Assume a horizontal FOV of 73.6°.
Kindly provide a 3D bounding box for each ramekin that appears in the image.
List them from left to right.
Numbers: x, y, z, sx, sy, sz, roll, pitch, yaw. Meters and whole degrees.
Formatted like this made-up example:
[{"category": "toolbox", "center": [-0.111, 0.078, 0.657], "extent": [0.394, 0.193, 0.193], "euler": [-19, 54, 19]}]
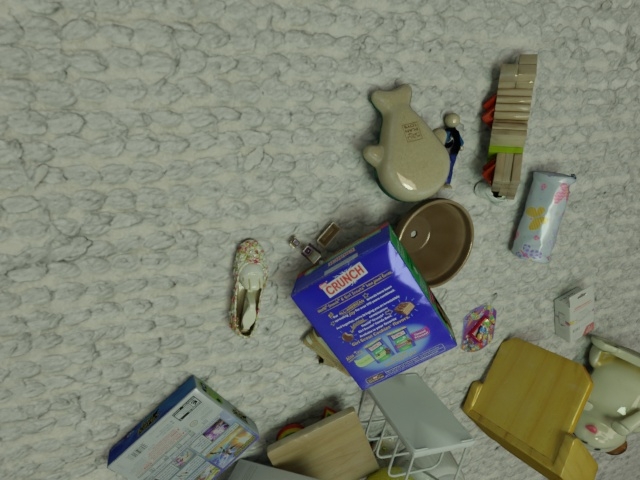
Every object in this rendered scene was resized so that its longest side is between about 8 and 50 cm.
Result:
[{"category": "ramekin", "center": [0.358, 0.818, 1.433], "extent": [0.272, 0.127, 0.273], "euler": [-7, 111, -20]}]

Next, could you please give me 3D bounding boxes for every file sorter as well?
[{"category": "file sorter", "center": [0.248, 0.538, 1.208], "extent": [0.192, 0.278, 0.173], "euler": [3, 111, -24]}]

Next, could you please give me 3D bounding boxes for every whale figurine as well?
[{"category": "whale figurine", "center": [0.192, -0.223, 1.015], "extent": [0.216, 0.141, 0.272], "euler": [-18, 90, -13]}]

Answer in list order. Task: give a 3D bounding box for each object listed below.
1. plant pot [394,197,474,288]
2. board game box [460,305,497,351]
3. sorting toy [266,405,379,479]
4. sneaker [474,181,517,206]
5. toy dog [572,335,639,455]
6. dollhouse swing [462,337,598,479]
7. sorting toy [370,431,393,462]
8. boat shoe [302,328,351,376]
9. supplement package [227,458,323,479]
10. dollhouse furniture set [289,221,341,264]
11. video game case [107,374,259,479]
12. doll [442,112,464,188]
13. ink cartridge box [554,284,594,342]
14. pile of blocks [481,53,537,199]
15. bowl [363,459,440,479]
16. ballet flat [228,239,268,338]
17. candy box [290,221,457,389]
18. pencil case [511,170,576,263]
[{"category": "plant pot", "center": [0.273, -0.003, 1.119], "extent": [0.237, 0.110, 0.238], "euler": [-8, 112, -20]}, {"category": "board game box", "center": [0.519, 0.292, 1.371], "extent": [0.133, 0.033, 0.169], "euler": [-8, 111, -20]}, {"category": "sorting toy", "center": [0.006, 0.594, 1.216], "extent": [0.257, 0.089, 0.256], "euler": [-23, 116, -6]}, {"category": "sneaker", "center": [0.506, -0.124, 1.205], "extent": [0.152, 0.061, 0.054], "euler": [11, 102, -27]}, {"category": "toy dog", "center": [1.069, 0.592, 1.607], "extent": [0.395, 0.284, 0.408], "euler": [10, 105, -63]}, {"category": "dollhouse swing", "center": [0.705, 0.547, 1.372], "extent": [0.305, 0.346, 0.315], "euler": [-51, 120, -12]}, {"category": "sorting toy", "center": [0.197, 0.646, 1.355], "extent": [0.075, 0.045, 0.083], "euler": [-50, 119, -9]}, {"category": "boat shoe", "center": [0.024, 0.311, 1.156], "extent": [0.072, 0.068, 0.190], "euler": [-38, 109, 7]}, {"category": "supplement package", "center": [-0.107, 0.709, 1.081], "extent": [0.175, 0.292, 0.178], "euler": [-53, 129, -48]}, {"category": "dollhouse furniture set", "center": [0.000, 0.000, 1.020], "extent": [0.114, 0.081, 0.091], "euler": [-49, 119, -1]}, {"category": "video game case", "center": [-0.332, 0.506, 1.067], "extent": [0.269, 0.061, 0.244], "euler": [-41, 117, -5]}, {"category": "doll", "center": [0.325, -0.229, 1.094], "extent": [0.129, 0.046, 0.189], "euler": [-5, 109, -43]}, {"category": "ink cartridge box", "center": [0.884, 0.243, 1.490], "extent": [0.115, 0.067, 0.198], "euler": [-24, 117, -14]}, {"category": "pile of blocks", "center": [0.478, -0.294, 1.122], "extent": [0.112, 0.149, 0.363], "euler": [9, 95, 19]}, {"category": "bowl", "center": [0.262, 0.733, 1.222], "extent": [0.289, 0.289, 0.156], "euler": [38, 74, -29]}, {"category": "ballet flat", "center": [-0.162, 0.121, 0.996], "extent": [0.091, 0.077, 0.241], "euler": [0, 107, -22]}, {"category": "candy box", "center": [0.129, 0.163, 1.026], "extent": [0.268, 0.122, 0.317], "euler": [-30, 108, 15]}, {"category": "pencil case", "center": [0.653, -0.070, 1.257], "extent": [0.124, 0.113, 0.273], "euler": [-6, 112, -47]}]
